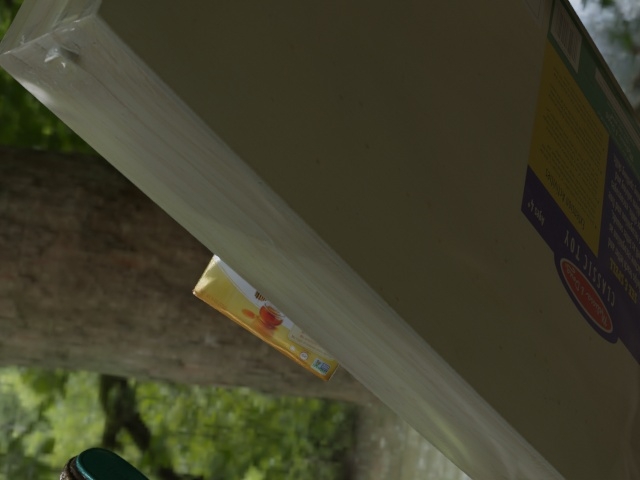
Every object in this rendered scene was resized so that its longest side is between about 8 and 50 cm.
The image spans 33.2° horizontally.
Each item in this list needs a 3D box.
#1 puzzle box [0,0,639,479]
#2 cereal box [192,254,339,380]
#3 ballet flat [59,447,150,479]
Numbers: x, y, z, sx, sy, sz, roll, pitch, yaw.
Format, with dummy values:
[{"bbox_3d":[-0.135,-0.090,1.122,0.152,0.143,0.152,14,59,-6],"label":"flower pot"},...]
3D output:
[{"bbox_3d":[0.060,-0.054,0.510,0.052,0.409,0.272,-13,47,35],"label":"puzzle box"},{"bbox_3d":[0.000,0.000,1.092,0.240,0.173,0.047,-59,-5,18],"label":"cereal box"},{"bbox_3d":[-0.096,0.218,0.709,0.073,0.206,0.067,-7,-54,-57],"label":"ballet flat"}]
